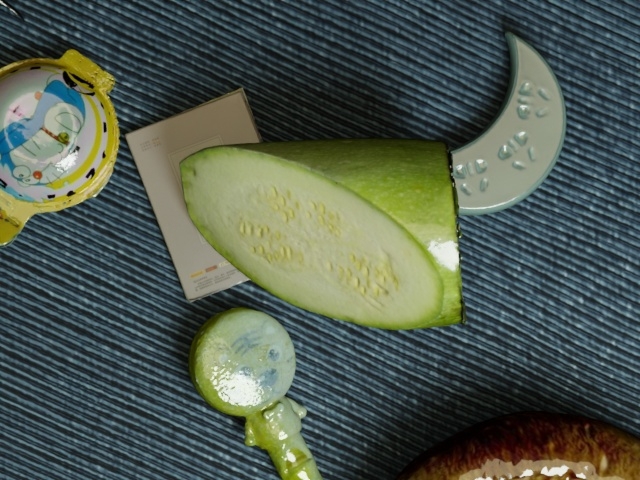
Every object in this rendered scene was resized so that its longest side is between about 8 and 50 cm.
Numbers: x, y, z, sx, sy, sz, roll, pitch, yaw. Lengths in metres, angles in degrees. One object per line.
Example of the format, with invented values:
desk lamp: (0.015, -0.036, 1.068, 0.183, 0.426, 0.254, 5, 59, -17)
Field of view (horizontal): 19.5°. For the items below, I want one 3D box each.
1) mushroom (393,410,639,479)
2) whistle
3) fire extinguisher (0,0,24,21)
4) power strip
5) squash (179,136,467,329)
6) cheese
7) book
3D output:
mushroom: (0.203, 0.318, 1.726, 0.345, 0.239, 0.345, 4, 79, -21)
whistle: (-0.055, 0.158, 1.798, 0.104, 0.057, 0.198, -30, 97, -18)
fire extinguisher: (-0.421, -0.178, 1.794, 0.267, 0.072, 0.089, -30, 125, -3)
power strip: (0.154, -0.090, 1.814, 0.216, 0.044, 0.137, -44, 90, -3)
squash: (0.000, 0.000, 1.716, 0.260, 0.189, 0.189, -4, 88, 1)
cheese: (-0.290, -0.071, 1.791, 0.156, 0.064, 0.250, 35, 85, 2)
book: (-0.103, -0.044, 1.820, 0.127, 0.014, 0.182, -21, 88, -2)
